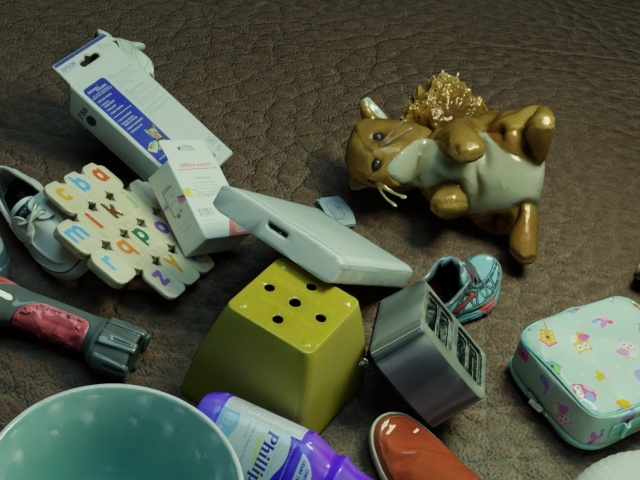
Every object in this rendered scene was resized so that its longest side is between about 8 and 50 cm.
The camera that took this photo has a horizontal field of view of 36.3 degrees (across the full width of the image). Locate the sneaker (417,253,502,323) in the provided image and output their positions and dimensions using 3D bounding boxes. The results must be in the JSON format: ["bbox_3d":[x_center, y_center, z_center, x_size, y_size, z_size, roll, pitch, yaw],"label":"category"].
[{"bbox_3d":[0.238,0.078,1.666,0.104,0.125,0.262,37,45,24],"label":"sneaker"}]

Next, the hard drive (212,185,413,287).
[{"bbox_3d":[0.000,0.000,1.599,0.233,0.047,0.353,33,8,21],"label":"hard drive"}]

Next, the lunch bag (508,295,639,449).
[{"bbox_3d":[0.458,0.217,1.585,0.279,0.108,0.224,-14,51,-29],"label":"lunch bag"}]

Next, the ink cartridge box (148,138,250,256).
[{"bbox_3d":[-0.216,-0.076,1.682,0.115,0.067,0.198,-8,66,-51],"label":"ink cartridge box"}]

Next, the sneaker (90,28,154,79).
[{"bbox_3d":[-0.388,-0.330,1.979,0.118,0.110,0.292,4,41,-26],"label":"sneaker"}]

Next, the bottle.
[{"bbox_3d":[-0.047,0.307,1.324,0.282,0.118,0.092,23,1,10],"label":"bottle"}]

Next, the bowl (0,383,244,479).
[{"bbox_3d":[-0.254,0.344,1.184,0.311,0.163,0.312,8,41,-7],"label":"bowl"}]

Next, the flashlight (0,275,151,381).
[{"bbox_3d":[-0.414,0.125,1.444,0.304,0.103,0.103,21,78,4],"label":"flashlight"}]

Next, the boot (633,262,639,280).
[{"bbox_3d":[0.788,0.037,1.877,0.284,0.138,0.377,30,48,18],"label":"boot"}]

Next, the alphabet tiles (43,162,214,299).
[{"bbox_3d":[-0.315,-0.016,1.616,0.278,0.021,0.284,40,28,2],"label":"alphabet tiles"}]

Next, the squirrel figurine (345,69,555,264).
[{"bbox_3d":[0.238,-0.165,1.896,0.370,0.281,0.397,5,25,5],"label":"squirrel figurine"}]

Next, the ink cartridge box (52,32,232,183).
[{"bbox_3d":[-0.333,-0.222,1.800,0.332,0.065,0.165,44,43,-4],"label":"ink cartridge box"}]

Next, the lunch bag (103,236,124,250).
[{"bbox_3d":[-0.368,0.005,1.630,0.083,0.053,0.071,42,49,16],"label":"lunch bag"}]

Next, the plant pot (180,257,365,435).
[{"bbox_3d":[-0.054,0.157,1.442,0.212,0.187,0.212,29,43,18],"label":"plant pot"}]

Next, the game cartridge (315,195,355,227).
[{"bbox_3d":[0.031,-0.052,1.842,0.056,0.017,0.083,-10,46,-21],"label":"game cartridge"}]

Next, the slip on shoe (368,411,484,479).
[{"bbox_3d":[0.188,0.354,1.352,0.123,0.101,0.331,-17,48,-30],"label":"slip on shoe"}]

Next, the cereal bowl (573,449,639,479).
[{"bbox_3d":[0.494,0.420,1.337,0.338,0.141,0.339,9,39,-7],"label":"cereal bowl"}]

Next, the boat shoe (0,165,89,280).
[{"bbox_3d":[-0.463,-0.037,1.592,0.096,0.088,0.267,-43,55,1],"label":"boat shoe"}]

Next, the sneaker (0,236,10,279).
[{"bbox_3d":[-0.593,-0.056,1.571,0.112,0.131,0.319,-19,50,-34],"label":"sneaker"}]

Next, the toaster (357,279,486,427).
[{"bbox_3d":[0.158,0.173,1.477,0.168,0.110,0.186,49,25,-14],"label":"toaster"}]
